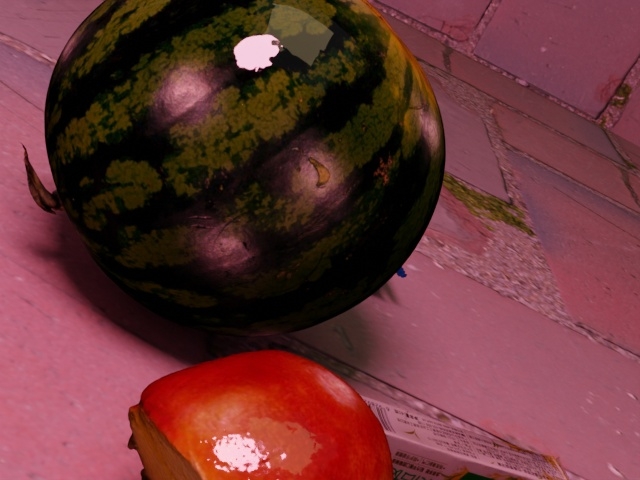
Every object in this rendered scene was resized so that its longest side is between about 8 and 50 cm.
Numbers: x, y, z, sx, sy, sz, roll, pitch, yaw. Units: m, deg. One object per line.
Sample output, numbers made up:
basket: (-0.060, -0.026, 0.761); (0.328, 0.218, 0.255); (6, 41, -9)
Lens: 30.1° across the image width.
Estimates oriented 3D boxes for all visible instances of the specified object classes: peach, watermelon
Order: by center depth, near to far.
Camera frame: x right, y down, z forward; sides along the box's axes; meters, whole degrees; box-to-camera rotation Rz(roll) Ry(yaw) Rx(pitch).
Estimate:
peach: (-0.018, 0.120, 0.575); (0.118, 0.151, 0.151); (-27, 43, -12)
watermelon: (-0.050, -0.064, 0.767); (0.269, 0.269, 0.269); (26, 19, -10)

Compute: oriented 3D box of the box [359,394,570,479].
box: (0.057, 0.133, 0.720); (0.207, 0.050, 0.041); (20, 24, -23)

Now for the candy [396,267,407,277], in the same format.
candy: (0.000, 0.000, 0.999); (0.136, 0.038, 0.088); (13, 20, -16)
